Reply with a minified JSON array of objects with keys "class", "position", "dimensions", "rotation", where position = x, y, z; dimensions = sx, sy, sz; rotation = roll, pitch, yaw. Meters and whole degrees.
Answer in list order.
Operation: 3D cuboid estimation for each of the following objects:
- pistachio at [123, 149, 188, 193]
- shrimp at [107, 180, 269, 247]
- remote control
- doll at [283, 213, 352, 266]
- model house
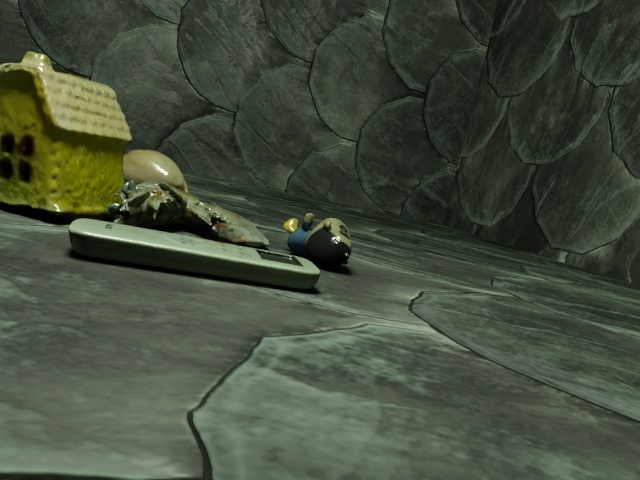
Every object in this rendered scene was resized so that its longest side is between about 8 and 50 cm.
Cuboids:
[{"class":"pistachio","position":[-0.387,-0.141,1.304],"dimensions":[0.185,0.124,0.124],"rotation":[21,9,14]},{"class":"shrimp","position":[-0.213,-0.036,0.946],"dimensions":[0.247,0.085,0.360],"rotation":[21,5,13]},{"class":"remote control","position":[-0.151,0.019,0.723],"dimensions":[0.310,0.038,0.090],"rotation":[11,7,-17]},{"class":"doll","position":[0.000,0.000,0.988],"dimensions":[0.089,0.102,0.179],"rotation":[-36,31,-16]},{"class":"model house","position":[-0.402,-0.159,0.899],"dimensions":[0.175,0.234,0.193],"rotation":[15,8,16]}]
